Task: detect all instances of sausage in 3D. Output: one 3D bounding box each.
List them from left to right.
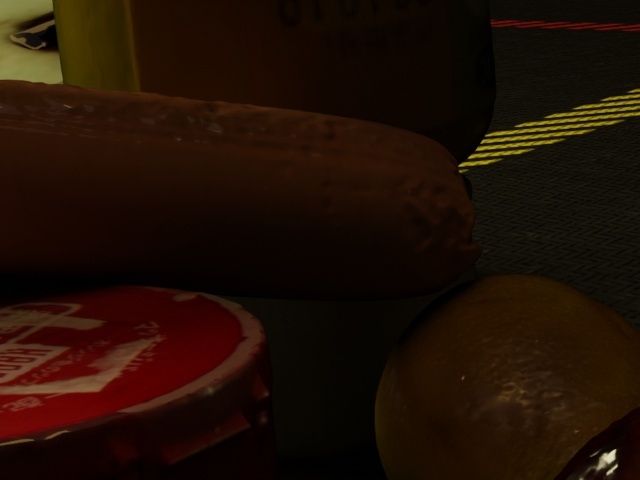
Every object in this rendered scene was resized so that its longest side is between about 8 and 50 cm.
[{"bbox_3d":[-0.064,-0.020,0.789,0.289,0.086,0.086,6,8,-25],"label":"sausage"}]

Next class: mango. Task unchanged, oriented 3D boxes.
[{"bbox_3d":[0.094,0.089,0.773,0.136,0.099,0.227,-3,22,-3],"label":"mango"}]

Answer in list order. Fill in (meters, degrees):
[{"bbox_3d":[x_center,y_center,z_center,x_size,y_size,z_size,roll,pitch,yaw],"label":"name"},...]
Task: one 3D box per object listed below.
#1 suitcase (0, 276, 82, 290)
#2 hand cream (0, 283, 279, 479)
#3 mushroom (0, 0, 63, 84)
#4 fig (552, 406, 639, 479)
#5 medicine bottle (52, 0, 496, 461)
[{"bbox_3d":[-0.316,-0.051,0.954,0.434,0.194,0.283,35,-4,37],"label":"suitcase"},{"bbox_3d":[-0.120,0.110,0.674,0.230,0.149,0.230,-7,12,2],"label":"hand cream"},{"bbox_3d":[-0.189,-0.063,1.195,0.292,0.212,0.217,-14,17,31],"label":"mushroom"},{"bbox_3d":[0.198,0.113,0.578,0.274,0.145,0.170,1,10,-31],"label":"fig"},{"bbox_3d":[-0.023,-0.097,0.958,0.224,0.384,0.224,-5,14,1],"label":"medicine bottle"}]
